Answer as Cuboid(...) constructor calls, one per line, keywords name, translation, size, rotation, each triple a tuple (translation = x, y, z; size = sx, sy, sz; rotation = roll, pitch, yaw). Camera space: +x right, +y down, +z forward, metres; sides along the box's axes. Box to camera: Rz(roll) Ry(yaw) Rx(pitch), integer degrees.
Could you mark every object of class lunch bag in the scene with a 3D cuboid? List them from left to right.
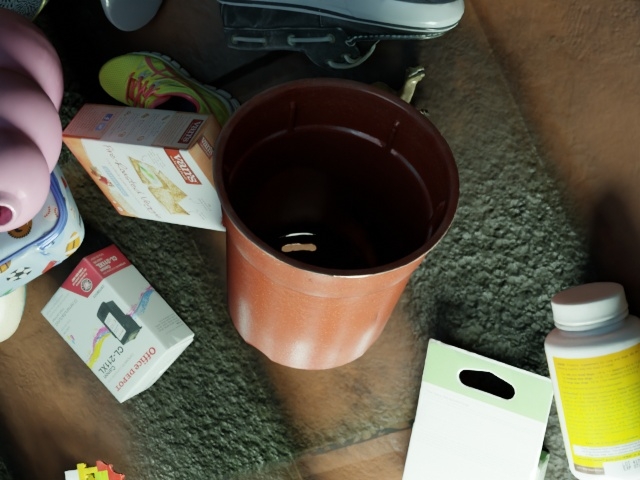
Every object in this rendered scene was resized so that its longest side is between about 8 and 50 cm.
Cuboid(name="lunch bag", translation=(-0.489, -0.034, 1.949), size=(0.303, 0.115, 0.243), rotation=(-27, 74, 2))

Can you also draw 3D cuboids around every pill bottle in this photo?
Cuboid(name="pill bottle", translation=(0.325, 0.161, 1.652), size=(0.117, 0.117, 0.215), rotation=(-7, 103, 30))

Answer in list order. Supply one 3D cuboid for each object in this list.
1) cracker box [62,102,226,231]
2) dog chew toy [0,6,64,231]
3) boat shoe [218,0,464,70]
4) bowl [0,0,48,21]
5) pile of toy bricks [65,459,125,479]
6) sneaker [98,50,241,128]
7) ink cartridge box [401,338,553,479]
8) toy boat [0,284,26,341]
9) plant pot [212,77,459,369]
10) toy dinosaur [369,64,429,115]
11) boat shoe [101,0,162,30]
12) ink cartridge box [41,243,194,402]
Cuboid(name="cracker box", translation=(-0.197, -0.092, 1.813), size=(0.232, 0.067, 0.155), rotation=(8, 145, 39))
Cuboid(name="dog chew toy", translation=(-0.407, -0.141, 1.765), size=(0.206, 0.207, 0.332), rotation=(-54, 37, 30))
Cuboid(name="boat shoe", translation=(0.023, -0.261, 1.697), size=(0.335, 0.121, 0.119), rotation=(13, 120, 36))
Cuboid(name="bowl", translation=(-0.403, -0.363, 1.899), size=(0.170, 0.080, 0.170), rotation=(9, 110, 26))
Cuboid(name="pile of toy bricks", translation=(-0.296, 0.422, 2.091), size=(0.105, 0.118, 0.212), rotation=(-9, 85, 2))
Cuboid(name="sneaker", translation=(-0.205, -0.183, 1.842), size=(0.208, 0.094, 0.081), rotation=(22, 115, 22))
Cuboid(name="ink cartridge box", translation=(0.198, 0.245, 1.784), size=(0.171, 0.056, 0.235), rotation=(18, 110, 22))
Cuboid(name="toy boat", translation=(-0.546, 0.116, 2.106), size=(0.268, 0.148, 0.318), rotation=(13, 104, 19))
Cuboid(name="plant pot", translation=(0.000, 0.000, 1.672), size=(0.272, 0.272, 0.265), rotation=(35, 147, 15))
Cuboid(name="toy dinosaur", translation=(0.067, -0.142, 1.745), size=(0.183, 0.053, 0.092), rotation=(-30, 75, 24))
Cuboid(name="boat shoe", translation=(-0.252, -0.400, 1.805), size=(0.088, 0.096, 0.267), rotation=(35, 136, 48))
Cuboid(name="ink cartridge box", translation=(-0.279, 0.115, 1.988), size=(0.175, 0.072, 0.127), rotation=(47, 120, 8))
